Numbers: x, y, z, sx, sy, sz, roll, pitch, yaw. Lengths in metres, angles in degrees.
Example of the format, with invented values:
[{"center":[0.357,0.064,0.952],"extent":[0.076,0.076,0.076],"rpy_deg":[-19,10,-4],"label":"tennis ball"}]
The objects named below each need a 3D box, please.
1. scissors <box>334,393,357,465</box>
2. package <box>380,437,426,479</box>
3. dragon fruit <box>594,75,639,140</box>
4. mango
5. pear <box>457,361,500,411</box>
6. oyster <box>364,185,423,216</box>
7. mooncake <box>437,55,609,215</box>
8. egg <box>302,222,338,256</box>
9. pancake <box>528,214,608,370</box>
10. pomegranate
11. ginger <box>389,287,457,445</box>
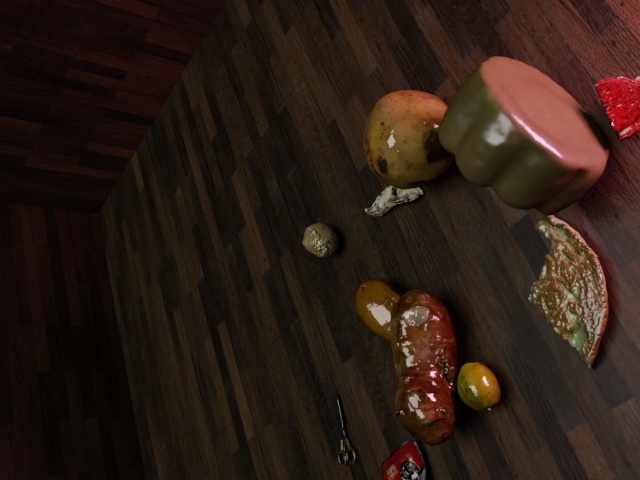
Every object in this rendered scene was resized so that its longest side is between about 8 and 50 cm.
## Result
[{"center":[0.070,0.599,2.161],"extent":[0.088,0.017,0.220],"rpy_deg":[-35,59,47],"label":"scissors"},{"center":[0.251,0.711,1.892],"extent":[0.194,0.071,0.269],"rpy_deg":[-47,38,34],"label":"package"},{"center":[0.685,-0.292,1.493],"extent":[0.106,0.083,0.162],"rpy_deg":[-29,53,31],"label":"dragon fruit"},{"center":[0.198,0.214,1.977],"extent":[0.248,0.151,0.156],"rpy_deg":[43,161,31],"label":"mango"},{"center":[0.398,0.372,1.721],"extent":[0.107,0.107,0.131],"rpy_deg":[-48,43,35],"label":"pear"},{"center":[0.231,-0.132,2.058],"extent":[0.200,0.061,0.106],"rpy_deg":[-6,63,48],"label":"oyster"},{"center":[0.453,-0.230,1.547],"extent":[0.201,0.378,0.378],"rpy_deg":[-52,48,39],"label":"mooncake"},{"center":[0.000,0.000,2.258],"extent":[0.140,0.116,0.118],"rpy_deg":[41,143,50],"label":"egg"},{"center":[0.576,0.116,1.586],"extent":[0.197,0.054,0.376],"rpy_deg":[-21,67,46],"label":"pancake"},{"center":[0.247,-0.281,1.883],"extent":[0.281,0.281,0.281],"rpy_deg":[-10,77,50],"label":"pomegranate"},{"center":[0.272,0.334,1.776],"extent":[0.176,0.254,0.418],"rpy_deg":[-2,87,6],"label":"ginger"}]
